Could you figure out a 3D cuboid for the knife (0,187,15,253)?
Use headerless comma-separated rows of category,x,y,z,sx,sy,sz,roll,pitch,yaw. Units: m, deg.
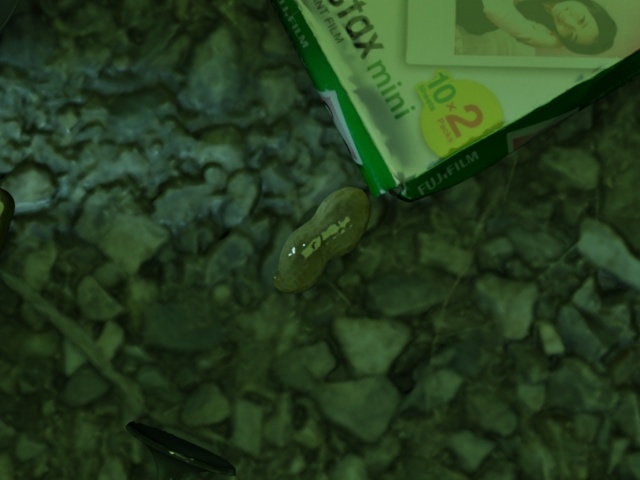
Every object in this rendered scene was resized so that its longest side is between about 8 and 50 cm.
knife,-0.266,0.127,1.189,0.061,0.027,0.343,17,92,18

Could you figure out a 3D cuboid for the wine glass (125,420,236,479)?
wine glass,-0.126,0.218,1.163,0.079,0.079,0.195,23,89,0

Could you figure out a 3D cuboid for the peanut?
peanut,0.000,0.000,1.183,0.083,0.037,0.037,-44,90,5

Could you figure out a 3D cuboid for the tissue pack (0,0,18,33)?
tissue pack,-0.329,-0.225,1.089,0.333,0.236,0.229,10,82,0

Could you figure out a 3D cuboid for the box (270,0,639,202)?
box,0.105,-0.150,1.146,0.250,0.103,0.180,-30,90,0
